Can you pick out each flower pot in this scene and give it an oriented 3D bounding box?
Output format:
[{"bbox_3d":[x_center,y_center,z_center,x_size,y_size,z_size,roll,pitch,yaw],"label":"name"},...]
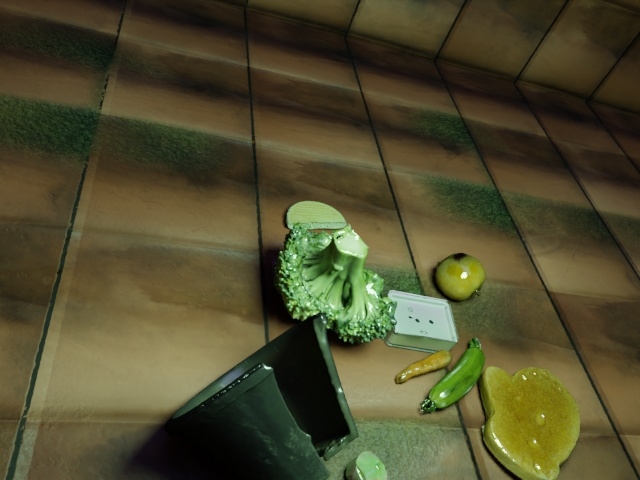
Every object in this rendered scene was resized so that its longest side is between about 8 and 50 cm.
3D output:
[{"bbox_3d":[-0.089,0.349,1.108,0.379,0.379,0.251,-35,90,-44],"label":"flower pot"}]

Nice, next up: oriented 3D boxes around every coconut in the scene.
[{"bbox_3d":[0.102,0.499,1.193,0.082,0.081,0.083,39,34,-4],"label":"coconut"}]

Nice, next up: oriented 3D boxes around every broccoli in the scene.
[{"bbox_3d":[0.023,0.113,1.401,0.249,0.302,0.375,-39,72,-4],"label":"broccoli"}]

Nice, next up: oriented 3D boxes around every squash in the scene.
[{"bbox_3d":[0.368,0.357,1.461,0.080,0.071,0.318,37,43,19],"label":"squash"}]

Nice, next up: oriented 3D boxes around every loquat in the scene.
[{"bbox_3d":[0.424,0.109,1.686,0.163,0.137,0.163,27,25,-14],"label":"loquat"}]

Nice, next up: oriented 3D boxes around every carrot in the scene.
[{"bbox_3d":[0.272,0.333,1.463,0.191,0.047,0.047,-14,56,-33],"label":"carrot"}]

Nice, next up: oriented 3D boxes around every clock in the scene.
[{"bbox_3d":[0.272,0.226,1.544,0.191,0.071,0.147,11,45,-16],"label":"clock"}]

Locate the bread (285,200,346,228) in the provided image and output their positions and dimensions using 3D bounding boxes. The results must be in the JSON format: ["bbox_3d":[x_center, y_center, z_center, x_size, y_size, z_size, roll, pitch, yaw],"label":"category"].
[{"bbox_3d":[-0.025,-0.078,1.729,0.192,0.036,0.112,-2,44,-22],"label":"bread"}]

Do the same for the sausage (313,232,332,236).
[{"bbox_3d":[0.000,0.000,1.665,0.157,0.042,0.036,7,8,-22],"label":"sausage"}]

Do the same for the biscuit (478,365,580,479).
[{"bbox_3d":[0.530,0.455,1.455,0.287,0.057,0.343,39,45,14],"label":"biscuit"}]
